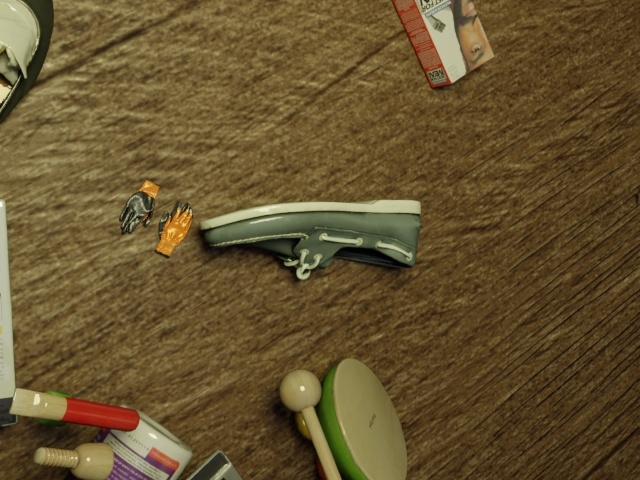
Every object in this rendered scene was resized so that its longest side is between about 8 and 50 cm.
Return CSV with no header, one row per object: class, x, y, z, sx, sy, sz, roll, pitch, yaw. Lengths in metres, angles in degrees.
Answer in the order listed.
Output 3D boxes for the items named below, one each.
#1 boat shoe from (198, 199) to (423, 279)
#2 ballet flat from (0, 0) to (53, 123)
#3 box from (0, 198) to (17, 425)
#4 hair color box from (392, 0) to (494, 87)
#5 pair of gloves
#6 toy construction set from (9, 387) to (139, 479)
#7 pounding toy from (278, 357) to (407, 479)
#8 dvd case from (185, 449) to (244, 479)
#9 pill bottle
boat shoe,0.000,0.000,0.938,0.319,0.116,0.099,-4,91,-31
ballet flat,-0.355,-0.171,0.763,0.095,0.096,0.281,24,82,-25
box,-0.387,0.078,0.780,0.100,0.060,0.245,-3,94,-26
hair color box,0.172,-0.317,1.039,0.093,0.053,0.167,-35,108,-21
pair of gloves,-0.201,-0.027,0.894,0.083,0.010,0.074,33,79,-23
toy construction set,-0.337,0.272,0.673,0.237,0.257,0.309,29,86,-47
pounding toy,0.013,0.259,0.953,0.237,0.110,0.183,18,49,-60
dvd case,-0.184,0.363,0.851,0.238,0.029,0.179,-41,154,-18
pill bottle,-0.246,0.298,0.835,0.108,0.108,0.194,41,75,-22
